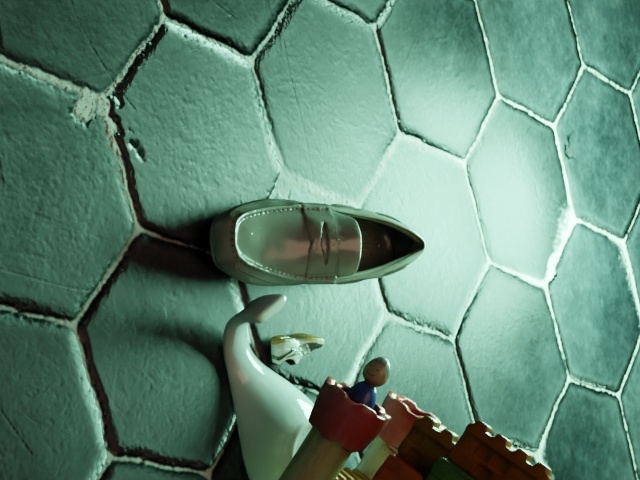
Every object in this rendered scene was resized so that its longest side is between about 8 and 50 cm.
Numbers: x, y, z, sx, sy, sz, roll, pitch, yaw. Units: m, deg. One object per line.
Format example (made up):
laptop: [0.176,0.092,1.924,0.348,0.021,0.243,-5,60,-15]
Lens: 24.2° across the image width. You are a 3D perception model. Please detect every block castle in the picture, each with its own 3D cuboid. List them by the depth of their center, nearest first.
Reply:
block castle: [0.193,0.324,1.688,0.213,0.453,0.303,-58,155,4]

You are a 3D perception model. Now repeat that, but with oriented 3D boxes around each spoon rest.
spoon rest: [-0.056,0.189,1.774,0.137,0.084,0.276,-37,125,-43]

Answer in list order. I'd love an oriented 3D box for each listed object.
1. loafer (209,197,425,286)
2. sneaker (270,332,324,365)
loafer: [0.000,0.000,1.823,0.319,0.111,0.112,-2,85,-48]
sneaker: [-0.031,0.134,1.836,0.083,0.032,0.037,-2,99,-43]
